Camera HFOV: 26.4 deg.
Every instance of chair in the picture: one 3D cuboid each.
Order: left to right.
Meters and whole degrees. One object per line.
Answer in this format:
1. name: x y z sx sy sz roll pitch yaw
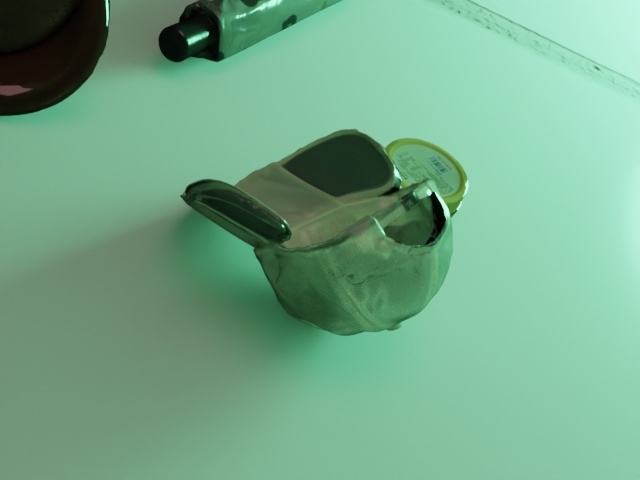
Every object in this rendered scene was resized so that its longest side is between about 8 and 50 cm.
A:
1. chair: -0.347 -0.338 1.393 0.226 0.226 0.401 -1 49 -28

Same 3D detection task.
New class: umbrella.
1. umbrella: -0.066 -0.275 1.588 0.067 0.073 0.337 12 32 34

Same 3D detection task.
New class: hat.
1. hat: -0.006 -0.005 1.299 0.275 0.161 0.232 21 24 30

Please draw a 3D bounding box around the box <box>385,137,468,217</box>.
1. box: 0.109 -0.065 1.492 0.105 0.037 0.105 15 42 -14
